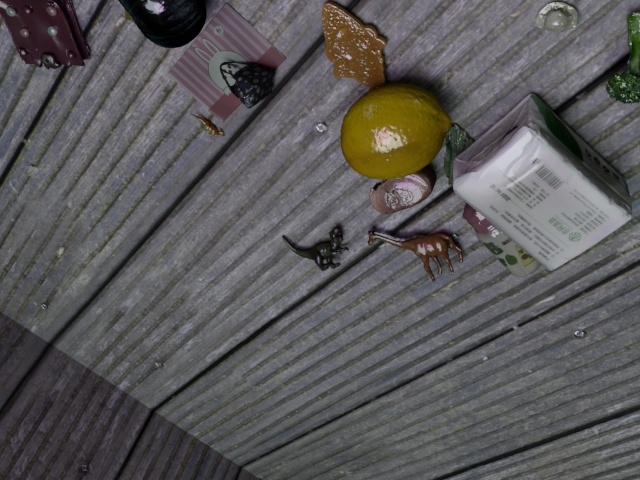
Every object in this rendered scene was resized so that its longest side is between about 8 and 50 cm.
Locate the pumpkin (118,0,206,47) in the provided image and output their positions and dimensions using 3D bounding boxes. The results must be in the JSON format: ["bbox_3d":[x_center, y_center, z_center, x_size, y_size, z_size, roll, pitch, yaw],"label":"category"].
[{"bbox_3d":[-0.349,-0.587,1.666,0.248,0.248,0.248,11,134,11],"label":"pumpkin"}]

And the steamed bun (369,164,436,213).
[{"bbox_3d":[0.216,-0.147,1.889,0.175,0.145,0.106,-24,104,27],"label":"steamed bun"}]

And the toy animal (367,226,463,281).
[{"bbox_3d":[0.273,0.022,2.076,0.224,0.066,0.229,-29,109,33],"label":"toy animal"}]

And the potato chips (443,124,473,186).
[{"bbox_3d":[0.363,-0.215,1.852,0.092,0.028,0.207,4,134,16],"label":"potato chips"}]

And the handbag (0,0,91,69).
[{"bbox_3d":[-0.742,-0.561,1.922,0.203,0.074,0.216,6,133,17],"label":"handbag"}]

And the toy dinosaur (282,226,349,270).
[{"bbox_3d":[0.000,0.000,2.197,0.187,0.087,0.179,-47,68,27],"label":"toy dinosaur"}]

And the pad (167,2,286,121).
[{"bbox_3d":[-0.252,-0.455,1.879,0.202,0.005,0.300,41,132,-18],"label":"pad"}]

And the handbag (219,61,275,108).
[{"bbox_3d":[-0.197,-0.416,1.825,0.139,0.115,0.072,35,140,9],"label":"handbag"}]

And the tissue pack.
[{"bbox_3d":[0.530,-0.135,1.739,0.356,0.194,0.266,37,127,-16],"label":"tissue pack"}]

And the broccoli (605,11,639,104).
[{"bbox_3d":[0.686,-0.385,1.497,0.194,0.194,0.220,46,154,-21],"label":"broccoli"}]

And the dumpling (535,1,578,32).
[{"bbox_3d":[0.510,-0.480,1.547,0.052,0.057,0.076,12,178,-42],"label":"dumpling"}]

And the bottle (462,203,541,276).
[{"bbox_3d":[0.485,-0.021,1.919,0.253,0.120,0.120,43,131,-20],"label":"bottle"}]

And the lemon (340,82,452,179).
[{"bbox_3d":[0.172,-0.262,1.741,0.263,0.236,0.236,-34,116,10],"label":"lemon"}]

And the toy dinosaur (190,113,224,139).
[{"bbox_3d":[-0.322,-0.318,2.016,0.113,0.026,0.041,30,128,-20],"label":"toy dinosaur"}]

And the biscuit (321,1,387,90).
[{"bbox_3d":[0.079,-0.464,1.725,0.162,0.035,0.250,-20,122,28],"label":"biscuit"}]
